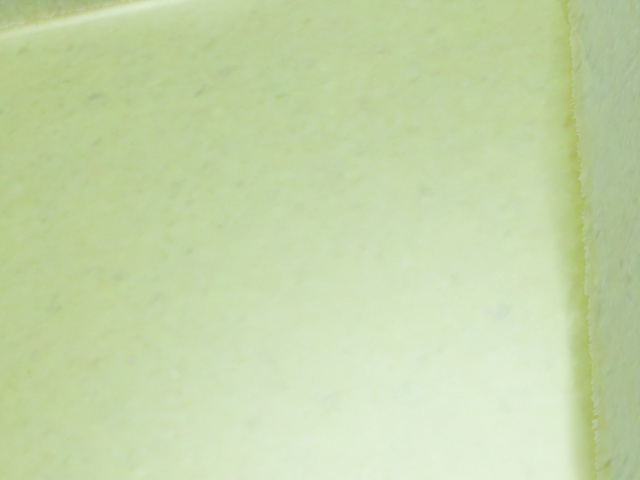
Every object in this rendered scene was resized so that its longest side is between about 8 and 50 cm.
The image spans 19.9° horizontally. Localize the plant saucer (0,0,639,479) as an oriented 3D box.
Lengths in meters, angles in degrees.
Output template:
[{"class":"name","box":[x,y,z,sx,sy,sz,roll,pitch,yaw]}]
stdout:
[{"class":"plant saucer","box":[-0.070,0.024,0.361,0.333,0.081,0.332,-9,50,15]}]
